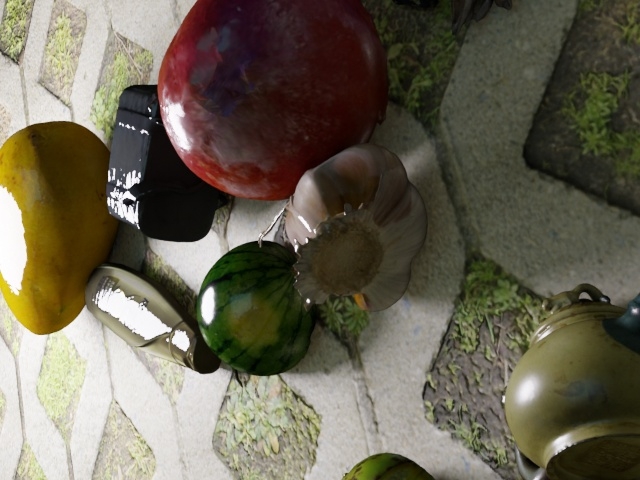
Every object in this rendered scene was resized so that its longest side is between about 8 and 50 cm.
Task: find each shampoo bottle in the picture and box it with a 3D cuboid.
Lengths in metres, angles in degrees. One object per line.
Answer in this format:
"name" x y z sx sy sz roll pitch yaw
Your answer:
"shampoo bottle" -0.307 0.141 1.107 0.350 0.084 0.126 23 100 39

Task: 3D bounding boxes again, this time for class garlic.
"garlic" 0.000 0.000 0.748 0.256 0.207 0.207 -12 79 24

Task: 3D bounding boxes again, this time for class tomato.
"tomato" -0.064 -0.184 0.765 0.289 0.176 0.335 35 122 -6

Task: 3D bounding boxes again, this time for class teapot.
"teapot" 0.255 0.136 0.575 0.269 0.173 0.183 110 172 -45

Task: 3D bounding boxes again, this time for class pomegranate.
"pomegranate" 0.089 0.336 0.724 0.169 0.143 0.122 35 156 -2

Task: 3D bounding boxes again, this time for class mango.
"mango" -0.545 -0.022 1.237 0.300 0.232 0.446 26 112 36

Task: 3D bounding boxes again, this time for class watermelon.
"watermelon" -0.115 0.107 0.911 0.232 0.127 0.204 -30 72 42

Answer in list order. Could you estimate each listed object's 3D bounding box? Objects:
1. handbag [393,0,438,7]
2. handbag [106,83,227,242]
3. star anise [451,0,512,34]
"handbag" 0.090 -0.362 0.745 0.072 0.139 0.115 34 112 50
"handbag" -0.243 -0.126 1.004 0.181 0.181 0.255 24 104 47
"star anise" 0.183 -0.344 0.693 0.195 0.065 0.183 -16 95 23
